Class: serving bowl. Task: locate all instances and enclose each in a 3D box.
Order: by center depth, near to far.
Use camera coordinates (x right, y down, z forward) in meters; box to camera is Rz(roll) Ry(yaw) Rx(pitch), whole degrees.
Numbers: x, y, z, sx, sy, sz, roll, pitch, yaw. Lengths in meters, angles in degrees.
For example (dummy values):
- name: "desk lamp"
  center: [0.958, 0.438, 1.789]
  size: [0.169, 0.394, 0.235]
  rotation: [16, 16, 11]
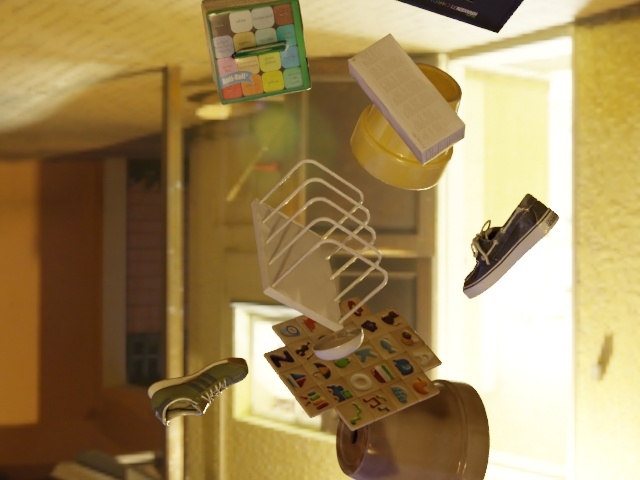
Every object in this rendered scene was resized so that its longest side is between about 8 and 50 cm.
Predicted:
- name: "serving bowl"
  center: [0.029, 0.162, 1.548]
  size: [0.083, 0.027, 0.083]
  rotation: [-20, -169, 4]

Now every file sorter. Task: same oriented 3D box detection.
- name: "file sorter"
  center: [0.000, 0.000, 2.008]
  size: [0.192, 0.278, 0.173]
  rotation: [31, 118, -31]

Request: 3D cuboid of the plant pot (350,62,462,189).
- name: "plant pot"
  center: [0.227, -0.293, 2.482]
  size: [0.253, 0.254, 0.239]
  rotation: [0, 136, -23]

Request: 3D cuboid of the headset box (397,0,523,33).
- name: "headset box"
  center: [0.263, -0.558, 1.940]
  size: [0.246, 0.283, 0.131]
  rotation: [15, 150, -14]

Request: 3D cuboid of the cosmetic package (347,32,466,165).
- name: "cosmetic package"
  center: [0.157, -0.260, 1.858]
  size: [0.098, 0.239, 0.060]
  rotation: [-32, 159, -9]

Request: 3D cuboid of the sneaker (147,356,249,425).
- name: "sneaker"
  center: [-0.215, 0.283, 1.848]
  size: [0.192, 0.064, 0.086]
  rotation: [-17, -135, -7]

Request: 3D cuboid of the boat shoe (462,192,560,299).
- name: "boat shoe"
  center: [0.380, 0.012, 2.175]
  size: [0.113, 0.105, 0.306]
  rotation: [-46, 176, -41]

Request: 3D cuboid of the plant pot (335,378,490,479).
- name: "plant pot"
  center: [0.199, 0.476, 2.390]
  size: [0.280, 0.323, 0.323]
  rotation: [10, 176, -22]

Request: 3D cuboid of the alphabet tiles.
- name: "alphabet tiles"
  center: [0.069, 0.238, 2.022]
  size: [0.342, 0.011, 0.285]
  rotation: [-16, -130, -35]

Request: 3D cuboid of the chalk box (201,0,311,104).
- name: "chalk box"
  center: [-0.124, -0.372, 1.945]
  size: [0.180, 0.179, 0.289]
  rotation: [-10, -159, -5]
